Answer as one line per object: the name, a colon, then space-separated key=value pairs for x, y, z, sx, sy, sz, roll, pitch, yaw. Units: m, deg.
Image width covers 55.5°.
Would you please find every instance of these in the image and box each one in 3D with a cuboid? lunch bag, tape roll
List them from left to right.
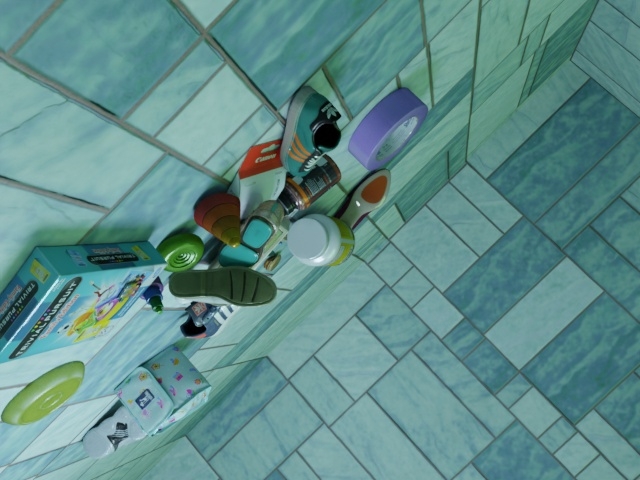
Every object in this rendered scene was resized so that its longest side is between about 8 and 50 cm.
lunch bag: x=-0.551 y=0.530 z=2.121 sx=0.262 sy=0.223 sz=0.160 roll=-31 pitch=156 yaw=-38
tape roll: x=0.217 y=-0.354 z=1.953 sx=0.275 sy=0.090 sz=0.275 roll=-41 pitch=167 yaw=-11

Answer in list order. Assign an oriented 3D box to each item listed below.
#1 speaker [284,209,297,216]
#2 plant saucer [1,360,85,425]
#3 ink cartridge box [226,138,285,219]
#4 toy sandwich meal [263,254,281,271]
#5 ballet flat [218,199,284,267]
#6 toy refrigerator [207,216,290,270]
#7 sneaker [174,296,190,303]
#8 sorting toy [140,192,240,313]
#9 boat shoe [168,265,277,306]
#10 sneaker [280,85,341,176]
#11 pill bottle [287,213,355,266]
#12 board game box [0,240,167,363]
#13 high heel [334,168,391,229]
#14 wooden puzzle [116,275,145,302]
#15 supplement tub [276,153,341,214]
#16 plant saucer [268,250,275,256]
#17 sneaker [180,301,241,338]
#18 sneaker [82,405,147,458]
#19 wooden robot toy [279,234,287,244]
speaker: x=-0.079 y=-0.119 z=1.876 sx=0.136 sy=0.055 sz=0.055 roll=-29 pitch=161 yaw=-45
plant saucer: x=-0.736 y=0.422 z=1.645 sx=0.241 sy=0.037 sz=0.241 roll=-40 pitch=167 yaw=-12
ink cartridge box: x=-0.152 y=-0.152 z=1.563 sx=0.189 sy=0.066 sz=0.232 roll=-27 pitch=163 yaw=-50
toy sandwich meal: x=-0.179 y=0.081 z=2.266 sx=0.085 sy=0.029 sz=0.085 roll=-52 pitch=170 yaw=-13
ballet flat: x=-0.178 y=-0.014 z=1.629 sx=0.316 sy=0.107 sz=0.106 roll=-37 pitch=-158 yaw=51
toy refrigerator: x=-0.212 y=0.026 z=1.763 sx=0.269 sy=0.102 sz=0.094 roll=-47 pitch=-165 yaw=16
sneaker: x=-0.359 y=0.149 z=1.825 sx=0.152 sy=0.054 sz=0.061 roll=-10 pitch=138 yaw=-36
sorting toy: x=-0.311 y=0.050 z=1.486 sx=0.365 sy=0.126 sz=0.127 roll=-44 pitch=146 yaw=16
boat shoe: x=-0.262 y=0.128 z=1.697 sx=0.103 sy=0.302 sz=0.113 roll=51 pitch=46 yaw=-78
sneaker: x=-0.019 y=-0.237 z=1.499 sx=0.108 sy=0.121 sz=0.302 roll=-45 pitch=165 yaw=-24
pill bottle: x=0.000 y=0.000 z=2.190 sx=0.188 sy=0.188 sz=0.334 roll=-46 pitch=166 yaw=10
board game box: x=-0.513 y=0.122 z=1.282 sx=0.254 sy=0.079 sz=0.336 roll=-48 pitch=167 yaw=16
high heel: x=0.144 y=-0.144 z=2.448 sx=0.377 sy=0.127 sz=0.181 roll=-50 pitch=-165 yaw=10
wooden puzzle: x=-0.417 y=0.109 z=1.336 sx=0.083 sy=0.006 sz=0.049 roll=-51 pitch=165 yaw=25
supplement tub: x=-0.041 y=-0.159 z=1.754 sx=0.198 sy=0.106 sz=0.106 roll=-40 pitch=166 yaw=-16
plant saucer: x=-0.202 y=0.034 z=1.930 sx=0.119 sy=0.119 sz=0.021 roll=-14 pitch=106 yaw=-65
sneaker: x=-0.340 y=0.195 z=1.941 sx=0.148 sy=0.131 sz=0.350 roll=-7 pitch=136 yaw=-48
sneaker: x=-0.698 y=0.680 z=2.288 sx=0.366 sy=0.137 sz=0.210 roll=-32 pitch=173 yaw=15
wooden robot toy: x=-0.181 y=-0.012 z=1.940 sx=0.079 sy=0.076 sz=0.173 roll=-11 pitch=-176 yaw=28
